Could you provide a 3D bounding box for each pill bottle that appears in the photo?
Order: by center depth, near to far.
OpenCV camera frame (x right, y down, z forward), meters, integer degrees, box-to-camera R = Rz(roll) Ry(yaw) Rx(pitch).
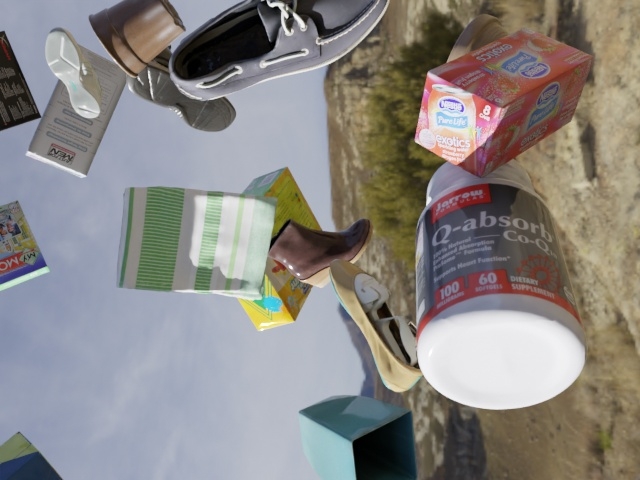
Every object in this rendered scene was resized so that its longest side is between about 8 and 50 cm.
[{"bbox_3d":[0.243,0.039,0.928,0.362,0.210,0.210,-82,-9,-49],"label":"pill bottle"}]

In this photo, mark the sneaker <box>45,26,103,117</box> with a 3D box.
[{"bbox_3d":[-0.392,-0.274,1.025,0.061,0.054,0.152,-89,-7,-45],"label":"sneaker"}]

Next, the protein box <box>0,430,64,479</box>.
[{"bbox_3d":[-0.666,0.575,1.397,0.200,0.136,0.201,-41,-58,-30],"label":"protein box"}]

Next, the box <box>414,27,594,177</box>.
[{"bbox_3d":[0.277,-0.213,0.958,0.257,0.128,0.122,-30,-37,-33],"label":"box"}]

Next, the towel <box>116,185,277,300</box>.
[{"bbox_3d":[-0.271,0.009,1.399,0.038,0.325,0.247,-122,40,-67],"label":"towel"}]

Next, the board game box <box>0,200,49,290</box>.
[{"bbox_3d":[-0.907,0.046,1.666,0.213,0.317,0.046,60,157,13],"label":"board game box"}]

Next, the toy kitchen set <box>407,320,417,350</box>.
[{"bbox_3d":[0.260,0.287,1.862,0.068,0.075,0.083,-53,-24,17],"label":"toy kitchen set"}]

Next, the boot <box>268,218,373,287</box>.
[{"bbox_3d":[0.000,0.000,1.694,0.248,0.207,0.090,-48,30,11],"label":"boot"}]

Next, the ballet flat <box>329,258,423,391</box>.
[{"bbox_3d":[0.093,0.116,0.984,0.080,0.073,0.232,-10,-114,-47],"label":"ballet flat"}]

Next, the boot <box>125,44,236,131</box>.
[{"bbox_3d":[-0.429,-0.482,1.858,0.377,0.138,0.284,16,-145,-49],"label":"boot"}]

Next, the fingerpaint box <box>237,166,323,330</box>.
[{"bbox_3d":[-0.163,0.019,2.165,0.371,0.163,0.444,60,-150,-21],"label":"fingerpaint box"}]

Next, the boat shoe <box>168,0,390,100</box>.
[{"bbox_3d":[-0.034,-0.176,0.539,0.065,0.206,0.075,-63,-51,-80],"label":"boat shoe"}]

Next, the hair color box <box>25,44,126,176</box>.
[{"bbox_3d":[-0.771,-0.408,2.036,0.114,0.185,0.374,5,73,61],"label":"hair color box"}]

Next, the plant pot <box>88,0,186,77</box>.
[{"bbox_3d":[-0.413,-0.492,1.473,0.167,0.165,0.167,56,-172,-12],"label":"plant pot"}]

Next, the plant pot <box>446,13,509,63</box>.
[{"bbox_3d":[0.373,-0.374,1.433,0.237,0.110,0.237,-41,-33,-34],"label":"plant pot"}]

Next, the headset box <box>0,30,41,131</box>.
[{"bbox_3d":[-0.848,-0.341,1.491,0.293,0.110,0.218,-30,-66,-32],"label":"headset box"}]

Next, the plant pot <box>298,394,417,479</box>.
[{"bbox_3d":[0.063,0.433,1.384,0.234,0.166,0.165,11,111,52],"label":"plant pot"}]
